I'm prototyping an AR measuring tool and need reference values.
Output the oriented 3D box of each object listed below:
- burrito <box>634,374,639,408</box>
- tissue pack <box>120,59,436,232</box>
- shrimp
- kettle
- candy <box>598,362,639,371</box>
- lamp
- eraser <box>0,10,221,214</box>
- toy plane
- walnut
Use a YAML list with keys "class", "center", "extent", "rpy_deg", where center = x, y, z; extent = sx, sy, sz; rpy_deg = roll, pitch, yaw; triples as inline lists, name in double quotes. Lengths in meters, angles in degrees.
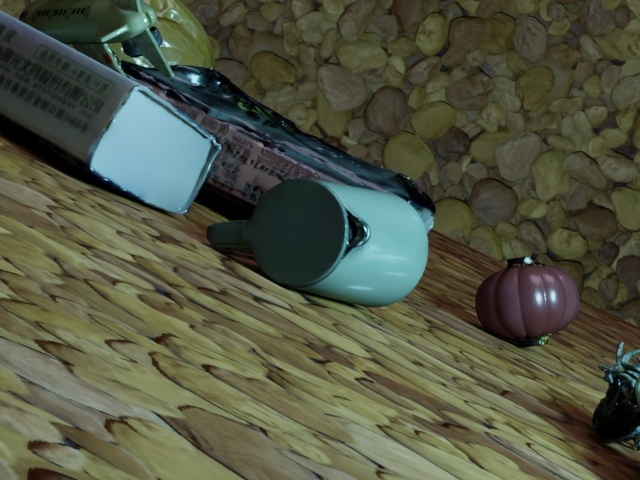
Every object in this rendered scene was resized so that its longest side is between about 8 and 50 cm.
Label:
- class: "burrito"
  center: [0.294, 0.153, 1.399]
  extent: [0.144, 0.089, 0.229]
  rpy_deg: [13, 10, 2]
- class: "tissue pack"
  center: [-0.050, -0.076, 1.971]
  extent: [0.332, 0.123, 0.245]
  rpy_deg: [27, 2, 11]
- class: "shrimp"
  center: [0.246, 0.127, 1.595]
  extent: [0.082, 0.076, 0.174]
  rpy_deg: [52, 19, 11]
- class: "kettle"
  center: [0.004, -0.005, 1.610]
  extent: [0.127, 0.098, 0.148]
  rpy_deg: [34, 11, 26]
- class: "candy"
  center: [0.379, 0.164, 2.097]
  extent: [0.182, 0.046, 0.053]
  rpy_deg: [25, 2, 18]
- class: "lamp"
  center: [0.212, 0.063, 2.029]
  extent: [0.107, 0.092, 0.107]
  rpy_deg: [-8, -5, -1]
- class: "eraser"
  center: [-0.226, -0.122, 1.719]
  extent: [0.287, 0.086, 0.130]
  rpy_deg: [29, -1, 42]
- class: "toy plane"
  center: [-0.209, -0.207, 1.830]
  extent: [0.244, 0.092, 0.229]
  rpy_deg: [19, -46, 61]
- class: "walnut"
  center: [-0.229, -0.219, 2.296]
  extent: [0.226, 0.193, 0.193]
  rpy_deg: [28, 3, -22]
